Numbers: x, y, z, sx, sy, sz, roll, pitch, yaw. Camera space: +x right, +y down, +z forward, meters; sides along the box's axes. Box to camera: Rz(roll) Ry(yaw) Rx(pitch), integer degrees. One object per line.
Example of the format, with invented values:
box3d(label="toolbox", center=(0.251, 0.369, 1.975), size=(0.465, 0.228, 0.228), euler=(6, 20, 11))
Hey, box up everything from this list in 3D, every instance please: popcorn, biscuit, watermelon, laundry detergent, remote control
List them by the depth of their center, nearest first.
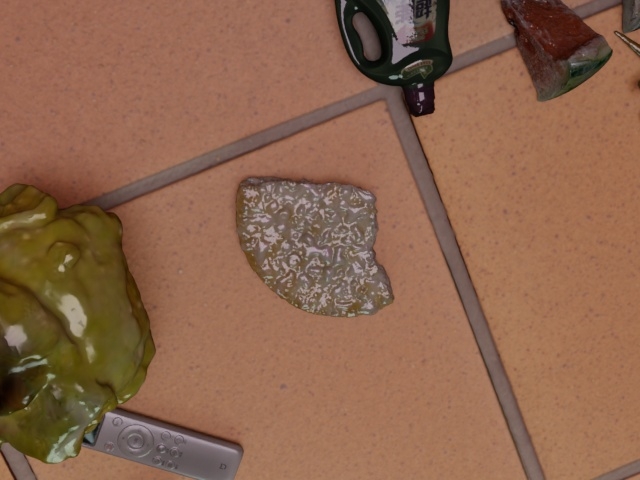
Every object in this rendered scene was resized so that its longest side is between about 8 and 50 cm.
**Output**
box3d(label="popcorn", center=(-0.349, 0.093, 1.197), size=(0.312, 0.312, 0.312), euler=(-1, 103, -6))
box3d(label="laundry detergent", center=(0.097, -0.262, 1.259), size=(0.144, 0.078, 0.222), euler=(-10, 106, -2))
box3d(label="watermelon", center=(0.416, -0.316, 1.290), size=(0.061, 0.085, 0.085), euler=(40, 97, 22))
box3d(label="watermelon", center=(0.309, -0.253, 1.301), size=(0.098, 0.121, 0.158), euler=(-33, 60, -13))
box3d(label="biscuit", center=(0.000, 0.000, 1.327), size=(0.265, 0.040, 0.188), euler=(43, 96, -15))
box3d(label="remote control", center=(-0.237, 0.280, 1.371), size=(0.261, 0.029, 0.067), euler=(19, 100, -10))

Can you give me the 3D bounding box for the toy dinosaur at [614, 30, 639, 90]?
box3d(label="toy dinosaur", center=(0.478, -0.226, 1.331), size=(0.126, 0.039, 0.162), euler=(-21, 94, -7))
